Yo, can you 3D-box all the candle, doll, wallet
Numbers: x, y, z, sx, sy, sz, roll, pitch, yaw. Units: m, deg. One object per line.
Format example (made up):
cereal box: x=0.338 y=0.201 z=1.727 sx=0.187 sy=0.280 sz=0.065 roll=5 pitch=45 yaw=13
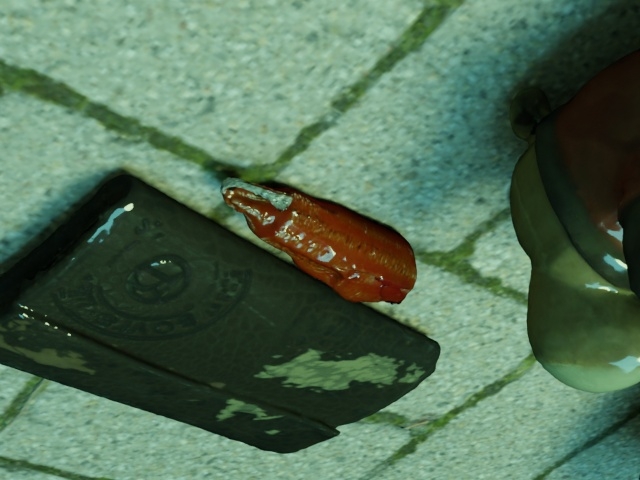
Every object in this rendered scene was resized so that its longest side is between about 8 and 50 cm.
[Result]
candle: x=0.000 y=0.000 z=0.746 sx=0.162 sy=0.048 sz=0.053 roll=27 pitch=96 yaw=-39
doll: x=0.222 y=-0.069 z=0.652 sx=0.235 sy=0.174 sz=0.330 roll=-19 pitch=159 yaw=-51
wallet: x=-0.069 y=0.072 z=0.816 sx=0.170 sy=0.044 sz=0.321 roll=-37 pitch=138 yaw=23

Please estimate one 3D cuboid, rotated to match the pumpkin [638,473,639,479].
pumpkin: x=0.425 y=0.199 z=0.967 sx=0.292 sy=0.257 sz=0.327 roll=34 pitch=123 yaw=8
